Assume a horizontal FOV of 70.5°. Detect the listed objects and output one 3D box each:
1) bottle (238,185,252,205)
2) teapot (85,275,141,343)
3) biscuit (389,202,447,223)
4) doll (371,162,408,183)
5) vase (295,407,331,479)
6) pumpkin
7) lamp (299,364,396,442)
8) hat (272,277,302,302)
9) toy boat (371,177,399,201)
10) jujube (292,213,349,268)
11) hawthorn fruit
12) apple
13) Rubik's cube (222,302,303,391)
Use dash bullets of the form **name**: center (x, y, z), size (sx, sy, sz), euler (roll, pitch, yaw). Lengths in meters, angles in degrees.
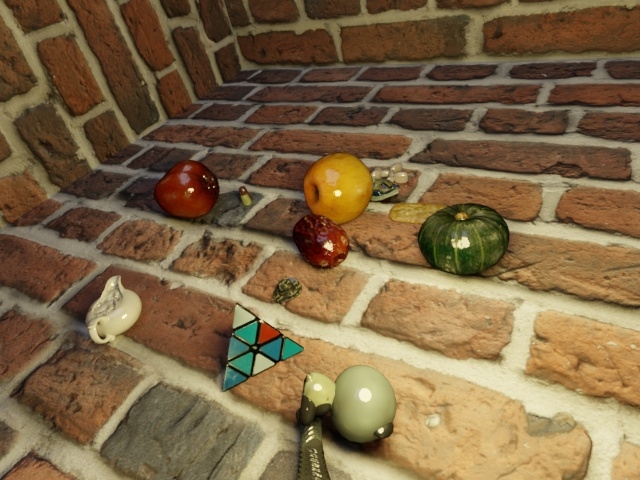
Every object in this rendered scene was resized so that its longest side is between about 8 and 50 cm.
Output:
- **bottle**: center (-0.363, -0.218, 2.182), size (0.063, 0.101, 0.047), euler (-9, 37, 7)
- **teapot**: center (-0.776, 0.268, 1.683), size (0.204, 0.139, 0.298), euler (-13, 37, -1)
- **biscuit**: center (0.401, -0.112, 1.848), size (0.247, 0.029, 0.118), euler (5, 42, 24)
- **doll**: center (0.311, -0.306, 2.099), size (0.160, 0.059, 0.161), euler (-14, 38, 0)
- **vase**: center (-0.023, 0.532, 1.127), size (0.115, 0.115, 0.237), euler (-13, 34, 3)
- **pumpkin**: center (0.489, -0.002, 1.543), size (0.300, 0.207, 0.300), euler (-14, 23, 6)
- **lamp**: center (0.072, 0.411, 1.161), size (0.243, 0.198, 0.198), euler (8, 40, 1)
- **hat**: center (-0.128, 0.173, 1.651), size (0.121, 0.050, 0.121), euler (-9, 41, 8)
- **toy boat**: center (0.240, -0.246, 2.000), size (0.262, 0.115, 0.114), euler (22, 51, 38)
- **jujube**: center (0.000, 0.000, 1.720), size (0.183, 0.183, 0.243), euler (-31, 51, -19)
- **hawthorn fruit**: center (-0.642, -0.239, 2.176), size (0.311, 0.295, 0.295), euler (-23, 38, -9)
- **apple**: center (0.062, -0.212, 1.867), size (0.275, 0.299, 0.299), euler (-22, 34, -40)
- **Rubik's cube**: center (-0.201, 0.305, 1.496), size (0.250, 0.284, 0.234), euler (2, 10, -19)
